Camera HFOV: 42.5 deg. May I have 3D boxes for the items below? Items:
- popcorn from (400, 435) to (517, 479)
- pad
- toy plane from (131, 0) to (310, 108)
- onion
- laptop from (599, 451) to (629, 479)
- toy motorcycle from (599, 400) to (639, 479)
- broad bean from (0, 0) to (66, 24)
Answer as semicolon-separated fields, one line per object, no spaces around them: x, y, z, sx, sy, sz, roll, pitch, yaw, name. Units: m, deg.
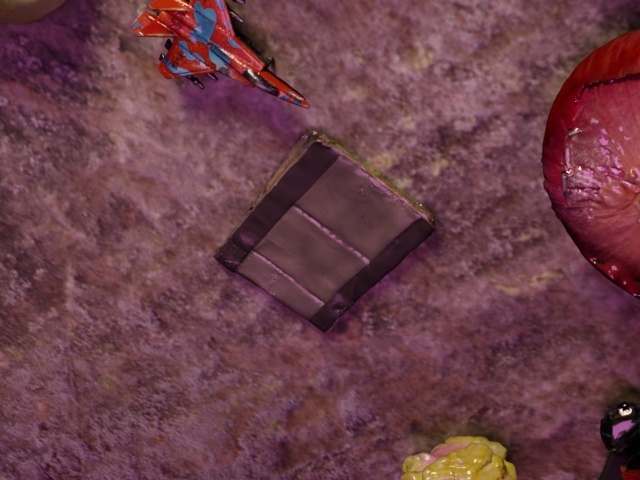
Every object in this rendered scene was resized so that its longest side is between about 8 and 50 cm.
0.171;0.306;1.021;0.145;0.126;0.126;-2;153;-6;popcorn
0.000;0.000;0.920;0.174;0.022;0.233;34;129;-9;pad
-0.089;-0.184;0.790;0.189;0.061;0.130;29;128;-9;toy plane
0.303;-0.060;0.690;0.247;0.161;0.248;8;117;16;onion
0.411;0.324;1.026;0.135;0.016;0.197;11;128;9;laptop
0.420;0.233;0.903;0.213;0.082;0.123;-5;114;15;toy motorcycle
-0.342;-0.286;0.776;0.227;0.100;0.169;11;134;8;broad bean
